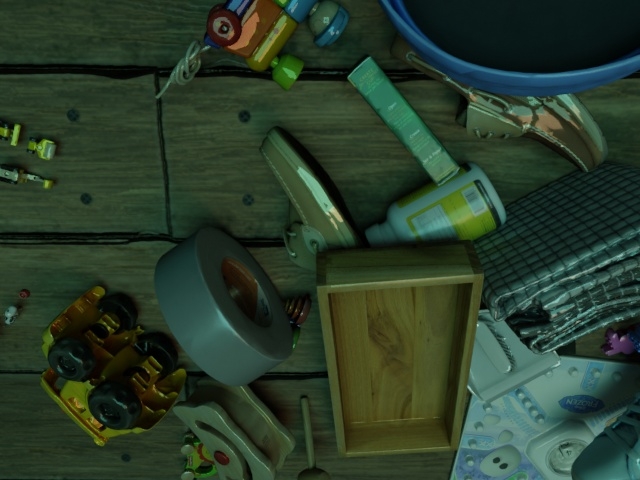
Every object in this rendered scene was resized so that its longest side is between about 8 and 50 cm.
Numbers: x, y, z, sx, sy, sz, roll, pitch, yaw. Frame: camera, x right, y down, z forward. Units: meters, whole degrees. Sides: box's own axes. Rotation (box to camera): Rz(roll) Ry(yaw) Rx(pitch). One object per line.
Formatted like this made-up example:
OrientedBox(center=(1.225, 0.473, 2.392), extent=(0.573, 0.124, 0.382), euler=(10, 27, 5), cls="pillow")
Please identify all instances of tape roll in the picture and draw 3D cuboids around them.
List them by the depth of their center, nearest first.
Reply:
OrientedBox(center=(-0.130, 0.090, 0.725), extent=(0.072, 0.219, 0.219), euler=(-33, 106, 12), cls="tape roll")

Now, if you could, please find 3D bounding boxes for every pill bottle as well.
OrientedBox(center=(0.161, -0.027, 0.740), extent=(0.184, 0.103, 0.103), euler=(-29, 107, 11), cls="pill bottle")

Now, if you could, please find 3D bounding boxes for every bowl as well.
OrientedBox(center=(0.241, -0.337, 0.547), extent=(0.390, 0.077, 0.392), euler=(-3, 79, 14), cls="bowl")

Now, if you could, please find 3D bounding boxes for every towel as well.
OrientedBox(center=(0.343, 0.018, 0.686), extent=(0.283, 0.235, 0.121), euler=(-29, 108, 10), cls="towel")

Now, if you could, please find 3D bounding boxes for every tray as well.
OrientedBox(center=(0.113, 0.183, 0.768), extent=(0.202, 0.076, 0.411), euler=(-4, 129, 3), cls="tray")

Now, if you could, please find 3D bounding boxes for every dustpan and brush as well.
OrientedBox(center=(0.253, 0.140, 0.811), extent=(0.147, 0.060, 0.211), euler=(-39, 71, 24), cls="dustpan and brush")

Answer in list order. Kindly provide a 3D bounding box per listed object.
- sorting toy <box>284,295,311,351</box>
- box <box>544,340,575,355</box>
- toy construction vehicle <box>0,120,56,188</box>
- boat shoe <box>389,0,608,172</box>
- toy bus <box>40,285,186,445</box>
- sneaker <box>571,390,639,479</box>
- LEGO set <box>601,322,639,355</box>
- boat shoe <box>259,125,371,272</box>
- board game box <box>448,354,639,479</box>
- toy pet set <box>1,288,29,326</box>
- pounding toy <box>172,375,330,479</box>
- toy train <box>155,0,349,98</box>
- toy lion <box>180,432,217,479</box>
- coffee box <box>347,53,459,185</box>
OrientedBox(center=(-0.050, 0.131, 0.824), extent=(0.042, 0.061, 0.102), euler=(22, 86, -7), cls="sorting toy")
OrientedBox(center=(0.368, 0.133, 0.817), extent=(0.052, 0.062, 0.083), euler=(-9, 109, 5), cls="box")
OrientedBox(center=(-0.438, -0.125, 0.754), extent=(0.098, 0.035, 0.086), euler=(14, 99, -7), cls="toy construction vehicle")
OrientedBox(center=(0.231, -0.192, 0.679), extent=(0.324, 0.123, 0.116), euler=(39, 110, -3), cls="boat shoe")
OrientedBox(center=(-0.366, 0.214, 0.828), extent=(0.211, 0.149, 0.220), euler=(-31, 105, 28), cls="toy bus")
OrientedBox(center=(0.523, 0.249, 0.779), extent=(0.365, 0.135, 0.150), euler=(-32, 95, -1), cls="sneaker")
OrientedBox(center=(0.456, 0.109, 0.795), extent=(0.093, 0.087, 0.227), euler=(-23, 107, 8), cls="LEGO set")
OrientedBox(center=(0.000, 0.000, 0.743), extent=(0.110, 0.122, 0.341), euler=(-29, 108, 10), cls="boat shoe")
OrientedBox(center=(0.445, 0.389, 0.916), extent=(0.389, 0.050, 0.390), euler=(6, 110, -2), cls="board game box")
OrientedBox(center=(-0.554, 0.114, 0.821), extent=(0.122, 0.065, 0.114), euler=(26, 108, -8), cls="toy pet set")
OrientedBox(center=(-0.112, 0.334, 0.890), extent=(0.269, 0.155, 0.154), euler=(49, 130, -3), cls="pounding toy")
OrientedBox(center=(-0.086, -0.247, 0.673), extent=(0.143, 0.105, 0.248), euler=(33, 108, -24), cls="toy train")
OrientedBox(center=(-0.205, 0.390, 0.938), extent=(0.096, 0.034, 0.100), euler=(3, 110, -8), cls="toy lion")
OrientedBox(center=(0.107, -0.165, 0.688), extent=(0.040, 0.113, 0.184), euler=(-39, 106, 17), cls="coffee box")
